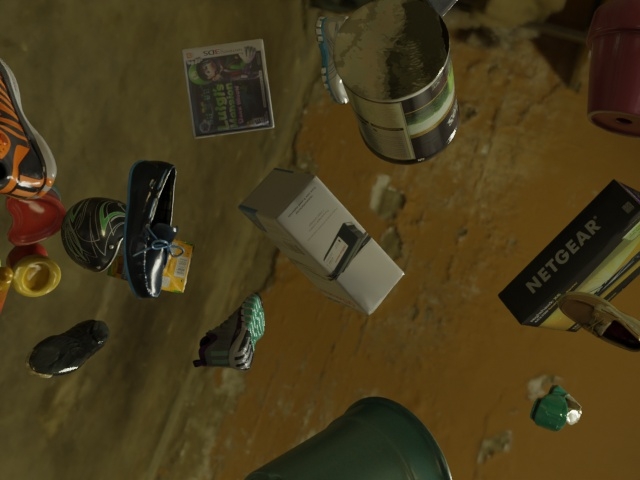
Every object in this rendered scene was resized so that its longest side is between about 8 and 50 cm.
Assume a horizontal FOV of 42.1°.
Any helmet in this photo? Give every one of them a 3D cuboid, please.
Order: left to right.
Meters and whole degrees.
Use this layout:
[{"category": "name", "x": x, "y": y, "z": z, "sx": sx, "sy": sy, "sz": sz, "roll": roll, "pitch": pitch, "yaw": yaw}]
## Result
[{"category": "helmet", "x": -0.517, "y": -0.015, "z": 1.925, "sx": 0.161, "sy": 0.169, "sz": 0.169, "roll": -30, "pitch": 139, "yaw": -58}]

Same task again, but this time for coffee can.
[{"category": "coffee can", "x": 0.146, "y": -0.284, "z": 1.529, "sx": 0.275, "sy": 0.202, "sz": 0.201, "roll": 55, "pitch": 53, "yaw": -68}]

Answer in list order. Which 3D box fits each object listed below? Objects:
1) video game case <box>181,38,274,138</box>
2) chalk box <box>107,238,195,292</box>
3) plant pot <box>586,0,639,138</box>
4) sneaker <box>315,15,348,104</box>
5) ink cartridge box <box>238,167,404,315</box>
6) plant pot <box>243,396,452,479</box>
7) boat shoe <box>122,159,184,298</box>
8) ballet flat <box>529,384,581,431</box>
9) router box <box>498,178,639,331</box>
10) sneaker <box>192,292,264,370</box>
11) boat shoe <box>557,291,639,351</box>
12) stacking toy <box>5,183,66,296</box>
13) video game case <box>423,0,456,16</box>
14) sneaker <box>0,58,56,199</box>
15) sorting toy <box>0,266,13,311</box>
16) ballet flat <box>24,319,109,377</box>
[{"category": "video game case", "x": -0.195, "y": -0.320, "z": 1.756, "sx": 0.022, "sy": 0.173, "sz": 0.190, "roll": -6, "pitch": 88, "yaw": -88}, {"category": "chalk box", "x": -0.445, "y": 0.046, "z": 2.116, "sx": 0.132, "sy": 0.213, "sz": 0.132, "roll": 17, "pitch": 84, "yaw": -45}, {"category": "plant pot", "x": 0.528, "y": -0.273, "z": 1.375, "sx": 0.201, "sy": 0.201, "sz": 0.180, "roll": 40, "pitch": 67, "yaw": -82}, {"category": "sneaker", "x": 0.046, "y": -0.386, "z": 1.769, "sx": 0.071, "sy": 0.083, "sz": 0.190, "roll": -33, "pitch": 114, "yaw": -61}, {"category": "ink cartridge box", "x": 0.000, "y": 0.000, "z": 2.278, "sx": 0.166, "sy": 0.395, "sz": 0.285, "roll": -48, "pitch": -155, "yaw": -11}, {"category": "plant pot", "x": 0.035, "y": 0.533, "z": 1.702, "sx": 0.334, "sy": 0.341, "sz": 0.341, "roll": -14, "pitch": 129, "yaw": -40}, {"category": "boat shoe", "x": -0.306, "y": -0.021, "z": 1.524, "sx": 0.109, "sy": 0.089, "sz": 0.258, "roll": -6, "pitch": 95, "yaw": -75}, {"category": "ballet flat", "x": 0.505, "y": 0.361, "z": 1.759, "sx": 0.247, "sy": 0.087, "sz": 0.083, "roll": 7, "pitch": 103, "yaw": -67}, {"category": "router box", "x": 0.519, "y": 0.040, "z": 1.580, "sx": 0.243, "sy": 0.081, "sz": 0.309, "roll": 12, "pitch": 126, "yaw": -47}, {"category": "sneaker", "x": -0.159, "y": 0.154, "z": 1.462, "sx": 0.223, "sy": 0.098, "sz": 0.083, "roll": -73, "pitch": 157, "yaw": -70}, {"category": "boat shoe", "x": 0.406, "y": 0.117, "z": 1.197, "sx": 0.045, "sy": 0.135, "sz": 0.050, "roll": -59, "pitch": 171, "yaw": -58}, {"category": "stacking toy", "x": -0.778, "y": -0.019, "z": 2.043, "sx": 0.130, "sy": 0.280, "sz": 0.309, "roll": 53, "pitch": -47, "yaw": 45}, {"category": "video game case", "x": 0.268, "y": -0.681, "z": 1.922, "sx": 0.196, "sy": 0.026, "sz": 0.274, "roll": -48, "pitch": 125, "yaw": -6}, {"category": "sneaker", "x": -0.537, "y": -0.204, "z": 1.254, "sx": 0.124, "sy": 0.321, "sz": 0.180, "roll": -42, "pitch": 169, "yaw": 10}, {"category": "sorting toy", "x": -0.686, "y": 0.061, "z": 1.444, "sx": 0.365, "sy": 0.126, "sz": 0.127, "roll": 16, "pitch": 52, "yaw": -51}, {"category": "ballet flat", "x": -0.348, "y": 0.153, "z": 1.141, "sx": 0.049, "sy": 0.057, "sz": 0.173, "roll": -29, "pitch": -179, "yaw": 20}]
